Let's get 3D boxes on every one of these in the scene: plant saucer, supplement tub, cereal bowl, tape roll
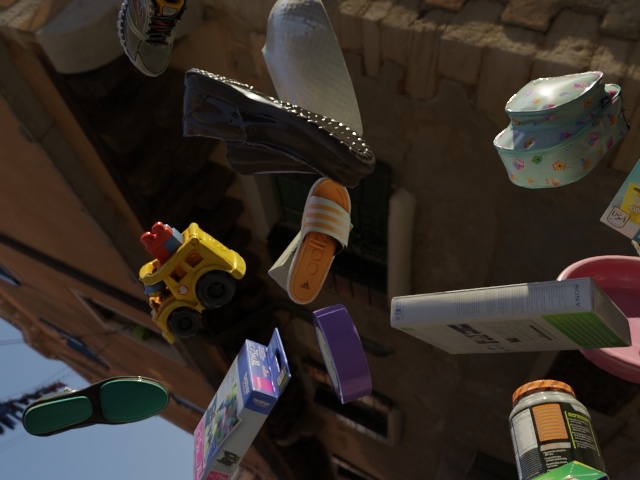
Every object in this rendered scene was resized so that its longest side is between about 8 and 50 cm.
[{"bbox_3d":[0.619,0.159,1.126,0.332,0.332,0.084,-48,-33,-45],"label":"plant saucer"},{"bbox_3d":[0.552,0.500,1.351,0.316,0.193,0.194,-83,-4,-48],"label":"supplement tub"},{"bbox_3d":[-0.031,-0.348,1.228,0.339,0.141,0.339,-21,-90,-89],"label":"cereal bowl"},{"bbox_3d":[0.059,0.325,1.677,0.090,0.275,0.275,-18,-37,-9],"label":"tape roll"}]

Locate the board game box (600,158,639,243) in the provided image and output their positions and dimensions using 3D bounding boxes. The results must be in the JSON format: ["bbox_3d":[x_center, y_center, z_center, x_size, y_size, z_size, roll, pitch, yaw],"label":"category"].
[{"bbox_3d":[0.710,-0.094,1.059,0.079,0.254,0.336,-39,-27,-28],"label":"board game box"}]

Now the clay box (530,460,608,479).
[{"bbox_3d":[0.223,0.331,0.514,0.053,0.127,0.222,149,104,-76],"label":"clay box"}]

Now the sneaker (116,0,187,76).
[{"bbox_3d":[-0.255,-0.354,0.886,0.088,0.093,0.225,-16,-40,-33],"label":"sneaker"}]

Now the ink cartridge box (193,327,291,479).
[{"bbox_3d":[-0.167,0.337,1.167,0.311,0.065,0.186,-58,21,13],"label":"ink cartridge box"}]

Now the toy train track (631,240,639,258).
[{"bbox_3d":[0.733,0.034,1.330,0.014,0.048,0.083,107,167,-46],"label":"toy train track"}]

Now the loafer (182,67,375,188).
[{"bbox_3d":[-0.077,-0.157,0.921,0.134,0.366,0.130,-5,-60,-58],"label":"loafer"}]

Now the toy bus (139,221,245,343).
[{"bbox_3d":[-0.297,0.069,1.196,0.220,0.211,0.149,-45,23,3],"label":"toy bus"}]

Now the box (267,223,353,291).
[{"bbox_3d":[-0.025,0.025,1.686,0.094,0.113,0.275,-29,22,53],"label":"box"}]

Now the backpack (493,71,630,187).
[{"bbox_3d":[0.374,-0.174,0.924,0.188,0.166,0.144,-49,-57,-19],"label":"backpack"}]

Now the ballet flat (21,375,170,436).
[{"bbox_3d":[-0.328,0.240,0.858,0.203,0.074,0.074,-7,-52,-17],"label":"ballet flat"}]

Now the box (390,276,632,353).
[{"bbox_3d":[0.312,0.134,0.958,0.232,0.322,0.058,30,-120,-46],"label":"box"}]

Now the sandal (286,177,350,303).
[{"bbox_3d":[0.009,0.004,1.162,0.076,0.102,0.265,5,79,67],"label":"sandal"}]
